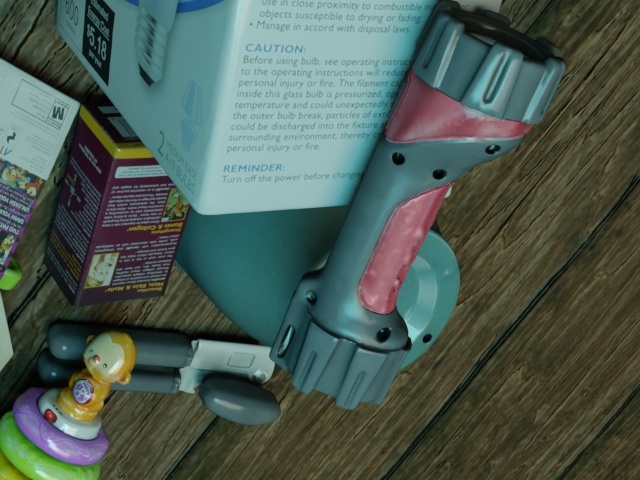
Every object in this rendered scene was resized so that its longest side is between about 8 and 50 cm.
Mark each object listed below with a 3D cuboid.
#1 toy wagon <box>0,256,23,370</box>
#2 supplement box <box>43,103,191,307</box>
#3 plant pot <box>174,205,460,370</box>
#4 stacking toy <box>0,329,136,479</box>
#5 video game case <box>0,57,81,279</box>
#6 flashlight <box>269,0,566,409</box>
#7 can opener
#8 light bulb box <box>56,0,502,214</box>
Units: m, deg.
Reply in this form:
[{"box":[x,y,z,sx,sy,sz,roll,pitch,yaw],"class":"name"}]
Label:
[{"box":[-0.457,0.072,1.135,0.344,0.068,0.267,33,101,-39],"class":"toy wagon"},{"box":[-0.190,-0.035,1.182,0.104,0.081,0.188,-6,131,-38],"class":"supplement box"},{"box":[0.000,0.000,1.219,0.271,0.255,0.272,-14,126,-20],"class":"plant pot"},{"box":[-0.276,0.215,1.239,0.302,0.175,0.166,-55,151,14],"class":"stacking toy"},{"box":[-0.348,-0.079,1.060,0.232,0.042,0.210,29,79,-40],"class":"video game case"},{"box":[0.069,-0.015,0.883,0.103,0.103,0.304,3,120,-36],"class":"flashlight"},{"box":[-0.166,0.142,1.336,0.280,0.093,0.074,11,115,-29],"class":"can opener"},{"box":[-0.035,-0.265,0.952,0.225,0.358,0.361,-6,123,-29],"class":"light bulb box"}]
